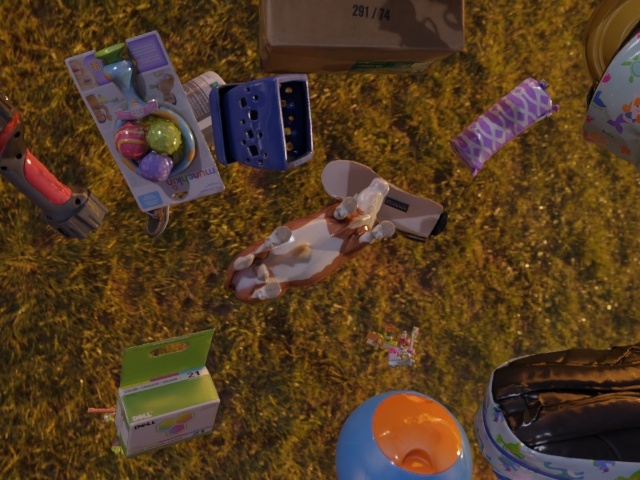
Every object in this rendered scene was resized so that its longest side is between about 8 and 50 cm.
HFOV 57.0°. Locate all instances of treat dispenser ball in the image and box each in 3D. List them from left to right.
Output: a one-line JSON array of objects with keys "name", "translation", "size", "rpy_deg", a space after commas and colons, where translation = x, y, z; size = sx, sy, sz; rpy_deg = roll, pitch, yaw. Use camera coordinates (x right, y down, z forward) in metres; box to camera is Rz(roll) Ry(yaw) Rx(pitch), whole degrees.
[{"name": "treat dispenser ball", "translation": [0.173, 0.464, 1.244], "size": [0.288, 0.288, 0.289], "rpy_deg": [1, 88, -27]}]

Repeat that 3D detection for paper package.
[{"name": "paper package", "translation": [0.054, -0.440, 0.973], "size": [0.324, 0.168, 0.310], "rpy_deg": [-3, 95, -10]}]

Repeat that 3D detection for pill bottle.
[{"name": "pill bottle", "translation": [-0.436, -0.345, 1.786], "size": [0.361, 0.204, 0.204], "rpy_deg": [-33, 103, -17]}]

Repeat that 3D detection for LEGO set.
[{"name": "LEGO set", "translation": [0.243, 0.312, 1.859], "size": [0.132, 0.287, 0.107], "rpy_deg": [7, 96, -11]}]

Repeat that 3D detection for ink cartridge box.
[{"name": "ink cartridge box", "translation": [-0.303, 0.309, 1.186], "size": [0.188, 0.255, 0.097], "rpy_deg": [-9, 48, -30]}]

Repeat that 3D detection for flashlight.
[{"name": "flashlight", "translation": [-0.488, -0.124, 1.016], "size": [0.304, 0.103, 0.103], "rpy_deg": [56, 46, -47]}]

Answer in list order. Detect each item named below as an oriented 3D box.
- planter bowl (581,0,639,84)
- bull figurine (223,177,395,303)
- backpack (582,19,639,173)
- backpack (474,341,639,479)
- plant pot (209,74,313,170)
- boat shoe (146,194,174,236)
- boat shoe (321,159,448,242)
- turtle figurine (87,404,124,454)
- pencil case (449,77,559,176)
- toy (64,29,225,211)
[{"name": "planter bowl", "translation": [0.519, -0.301, 0.906], "size": [0.217, 0.217, 0.090], "rpy_deg": [64, 31, -11]}, {"name": "bull figurine", "translation": [0.000, 0.000, 0.874], "size": [0.310, 0.188, 0.101], "rpy_deg": [-32, 90, -15]}, {"name": "backpack", "translation": [0.445, -0.199, 0.709], "size": [0.253, 0.225, 0.191], "rpy_deg": [-43, 66, 0]}, {"name": "backpack", "translation": [0.464, 0.333, 1.069], "size": [0.355, 0.273, 0.290], "rpy_deg": [7, 44, -16]}, {"name": "plant pot", "translation": [-0.157, -0.312, 1.559], "size": [0.236, 0.211, 0.236], "rpy_deg": [-47, 135, -66]}, {"name": "boat shoe", "translation": [-0.502, -0.099, 1.801], "size": [0.066, 0.066, 0.183], "rpy_deg": [-7, 117, -68]}, {"name": "boat shoe", "translation": [0.159, -0.089, 1.545], "size": [0.340, 0.158, 0.127], "rpy_deg": [28, 81, 8]}, {"name": "turtle figurine", "translation": [-0.447, 0.419, 1.427], "size": [0.269, 0.087, 0.217], "rpy_deg": [-6, 129, -43]}, {"name": "pencil case", "translation": [0.349, -0.218, 1.132], "size": [0.206, 0.086, 0.088], "rpy_deg": [-38, 77, 10]}, {"name": "toy", "translation": [-0.239, -0.145, 0.802], "size": [0.136, 0.056, 0.237], "rpy_deg": [-13, 117, 10]}]
